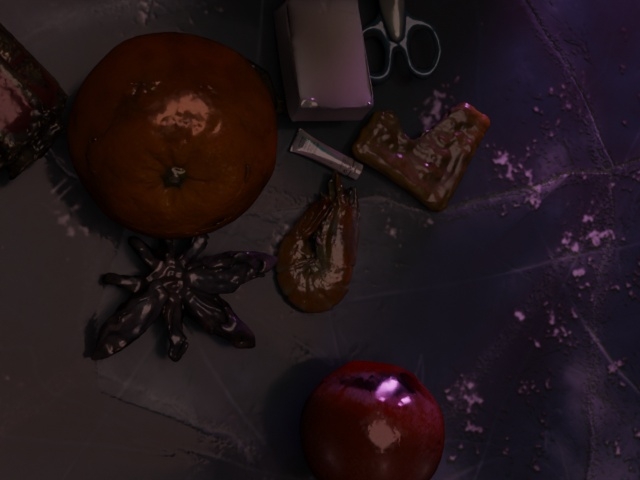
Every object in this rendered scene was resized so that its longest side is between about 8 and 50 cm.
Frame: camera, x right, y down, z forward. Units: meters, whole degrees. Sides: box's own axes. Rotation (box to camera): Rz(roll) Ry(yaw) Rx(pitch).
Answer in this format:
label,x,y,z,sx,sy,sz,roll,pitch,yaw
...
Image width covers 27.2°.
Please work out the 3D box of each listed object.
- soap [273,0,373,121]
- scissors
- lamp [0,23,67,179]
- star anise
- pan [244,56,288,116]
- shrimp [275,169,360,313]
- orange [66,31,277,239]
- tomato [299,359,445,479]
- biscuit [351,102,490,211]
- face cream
label,x,y,z,sx,sy,sz,roll,pitch,yaw
soap,0.004,-0.268,1.934,0.121,0.064,0.183,-2,74,-20
scissors,0.102,-0.380,2.002,0.138,0.041,0.289,-7,86,-1
lamp,-0.462,-0.212,1.747,0.274,0.177,0.177,46,75,-9
star anise,-0.188,0.071,1.854,0.257,0.110,0.199,2,87,-12
pan,-0.088,-0.216,1.929,0.202,0.048,0.128,-17,96,-17
shrimp,0.000,0.000,1.951,0.115,0.051,0.217,13,86,-15
orange,-0.198,-0.140,1.784,0.283,0.226,0.284,-2,121,-4
tomato,0.074,0.267,1.879,0.208,0.208,0.185,-13,110,-19
biscuit,0.151,-0.154,2.013,0.183,0.039,0.174,29,80,-16
face cream,0.010,-0.126,1.973,0.115,0.020,0.038,26,81,-15
